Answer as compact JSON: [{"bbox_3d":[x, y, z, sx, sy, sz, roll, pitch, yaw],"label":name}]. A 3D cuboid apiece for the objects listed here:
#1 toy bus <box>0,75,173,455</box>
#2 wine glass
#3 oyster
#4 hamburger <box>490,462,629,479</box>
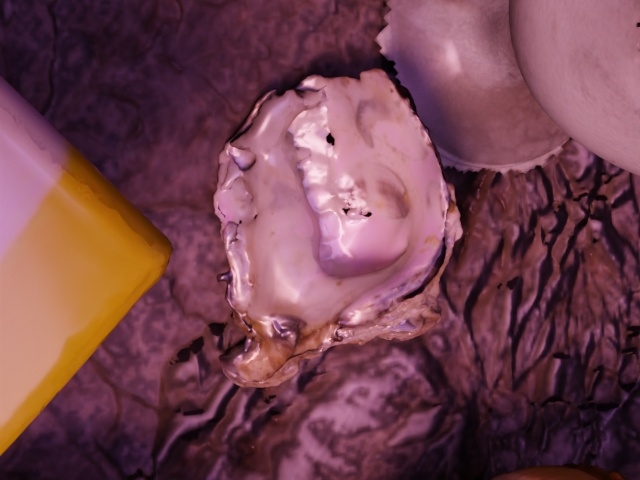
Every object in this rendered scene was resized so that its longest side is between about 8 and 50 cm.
[{"bbox_3d":[-0.293,-0.077,0.534,0.209,0.249,0.440,-48,110,-12],"label":"toy bus"},{"bbox_3d":[0.164,-0.113,0.659,0.190,0.357,0.190,-1,93,-22],"label":"wine glass"},{"bbox_3d":[0.000,0.000,0.764,0.163,0.081,0.191,45,93,5],"label":"oyster"},{"bbox_3d":[0.088,0.279,0.737,0.186,0.261,0.302,-9,140,-15],"label":"hamburger"}]
